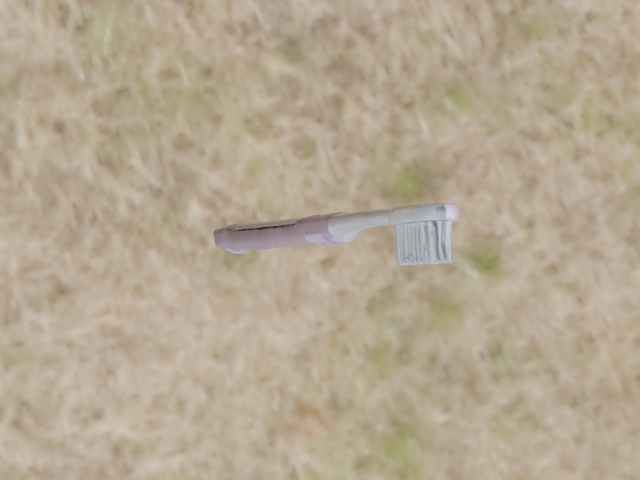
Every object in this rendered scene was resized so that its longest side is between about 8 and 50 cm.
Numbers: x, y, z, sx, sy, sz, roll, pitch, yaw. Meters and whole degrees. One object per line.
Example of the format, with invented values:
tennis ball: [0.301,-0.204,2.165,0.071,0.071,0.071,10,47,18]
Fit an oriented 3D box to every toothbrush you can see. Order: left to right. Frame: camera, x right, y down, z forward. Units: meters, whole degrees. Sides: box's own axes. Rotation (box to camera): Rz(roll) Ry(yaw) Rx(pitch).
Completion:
toothbrush: [0.000,0.000,1.044,0.024,0.029,0.354,3,178,-20]
